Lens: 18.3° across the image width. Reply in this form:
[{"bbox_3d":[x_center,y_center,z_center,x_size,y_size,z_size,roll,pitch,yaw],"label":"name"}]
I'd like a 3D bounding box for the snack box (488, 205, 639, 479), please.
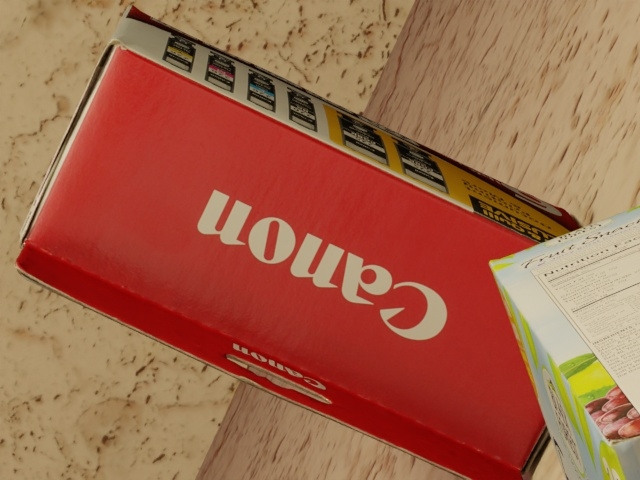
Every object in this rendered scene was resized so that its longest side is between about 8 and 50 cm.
[{"bbox_3d":[0.116,0.092,0.546,0.070,0.174,0.207,-21,12,0],"label":"snack box"}]

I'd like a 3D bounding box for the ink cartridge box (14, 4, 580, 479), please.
[{"bbox_3d":[0.000,0.000,1.116,0.272,0.309,0.130,-104,39,-77],"label":"ink cartridge box"}]
